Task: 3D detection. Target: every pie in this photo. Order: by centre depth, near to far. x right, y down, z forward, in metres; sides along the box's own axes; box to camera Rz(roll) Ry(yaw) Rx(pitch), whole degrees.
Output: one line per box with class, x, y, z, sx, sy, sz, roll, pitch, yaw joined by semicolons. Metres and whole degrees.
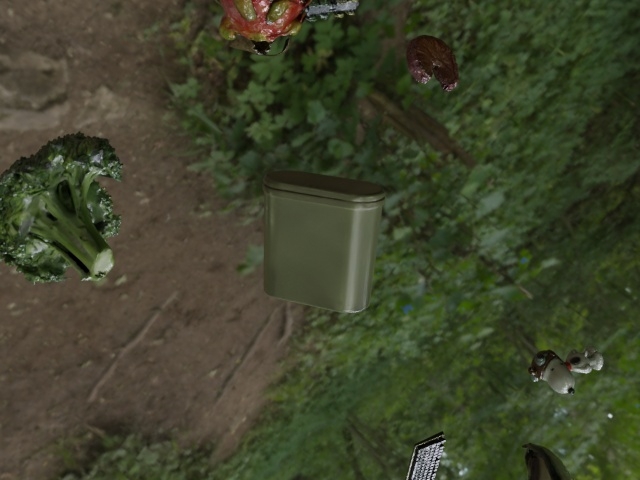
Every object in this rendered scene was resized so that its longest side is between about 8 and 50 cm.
pie;0.383;-0.605;2.187;0.219;0.204;0.054;-5;165;-34

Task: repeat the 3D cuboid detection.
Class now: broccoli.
broccoli;-0.540;-0.061;1.413;0.375;0.302;0.249;-52;-178;14

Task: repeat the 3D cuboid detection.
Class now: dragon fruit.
dragon fruit;-0.125;-0.576;1.345;0.243;0.228;0.307;101;-8;-74

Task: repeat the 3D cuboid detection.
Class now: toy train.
toy train;0.019;-0.665;1.810;0.202;0.081;0.060;-22;145;-33

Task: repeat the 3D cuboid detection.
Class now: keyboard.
keyboard;0.277;0.637;1.747;0.106;0.027;0.317;-16;131;-23

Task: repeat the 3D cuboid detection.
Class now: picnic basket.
picnic basket;-0.172;-0.615;1.915;0.138;0.178;0.128;-43;145;-59

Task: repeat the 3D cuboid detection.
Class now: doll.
doll;0.280;0.141;0.734;0.085;0.058;0.040;-30;140;-31

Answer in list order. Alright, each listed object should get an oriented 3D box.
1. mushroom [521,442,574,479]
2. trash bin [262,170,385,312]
mushroom;0.425;0.593;1.309;0.247;0.130;0.344;-160;-88;-79
trash bin;0.000;0.000;1.273;0.121;0.243;0.247;-42;138;-63
